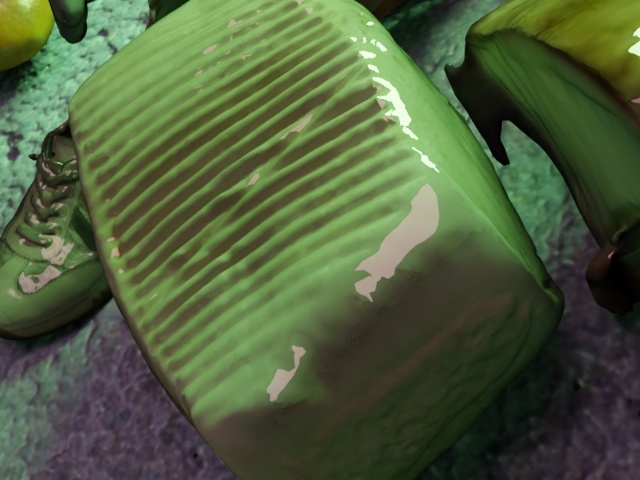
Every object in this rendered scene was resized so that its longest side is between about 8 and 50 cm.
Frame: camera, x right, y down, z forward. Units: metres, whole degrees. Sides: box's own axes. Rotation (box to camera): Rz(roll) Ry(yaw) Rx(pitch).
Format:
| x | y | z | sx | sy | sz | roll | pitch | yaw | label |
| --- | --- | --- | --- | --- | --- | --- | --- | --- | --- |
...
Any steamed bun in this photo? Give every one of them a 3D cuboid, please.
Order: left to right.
| x | y | z | sx | sy | sz | roll | pitch | yaw | label |
| --- | --- | --- | --- | --- | --- | --- | --- | --- | --- |
| 0.001 | 0.000 | 0.770 | 0.247 | 0.236 | 0.383 | -41 | 44 | 7 | steamed bun |

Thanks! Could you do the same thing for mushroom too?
| x | y | z | sx | sy | sz | roll | pitch | yaw | label |
| --- | --- | --- | --- | --- | --- | --- | --- | --- | --- |
| 0.308 | -0.127 | 0.661 | 0.397 | 0.313 | 0.224 | -30 | 95 | -1 | mushroom |

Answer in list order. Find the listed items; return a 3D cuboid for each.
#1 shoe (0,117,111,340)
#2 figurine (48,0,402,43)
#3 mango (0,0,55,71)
| x | y | z | sx | sy | sz | roll | pitch | yaw | label |
| --- | --- | --- | --- | --- | --- | --- | --- | --- | --- |
| -0.197 | -0.040 | 0.975 | 0.103 | 0.098 | 0.275 | 20 | 69 | 37 | shoe |
| -0.029 | -0.245 | 0.924 | 0.387 | 0.207 | 0.166 | -16 | 75 | -8 | figurine |
| -0.360 | -0.246 | 1.168 | 0.187 | 0.138 | 0.257 | -29 | 52 | -16 | mango |
